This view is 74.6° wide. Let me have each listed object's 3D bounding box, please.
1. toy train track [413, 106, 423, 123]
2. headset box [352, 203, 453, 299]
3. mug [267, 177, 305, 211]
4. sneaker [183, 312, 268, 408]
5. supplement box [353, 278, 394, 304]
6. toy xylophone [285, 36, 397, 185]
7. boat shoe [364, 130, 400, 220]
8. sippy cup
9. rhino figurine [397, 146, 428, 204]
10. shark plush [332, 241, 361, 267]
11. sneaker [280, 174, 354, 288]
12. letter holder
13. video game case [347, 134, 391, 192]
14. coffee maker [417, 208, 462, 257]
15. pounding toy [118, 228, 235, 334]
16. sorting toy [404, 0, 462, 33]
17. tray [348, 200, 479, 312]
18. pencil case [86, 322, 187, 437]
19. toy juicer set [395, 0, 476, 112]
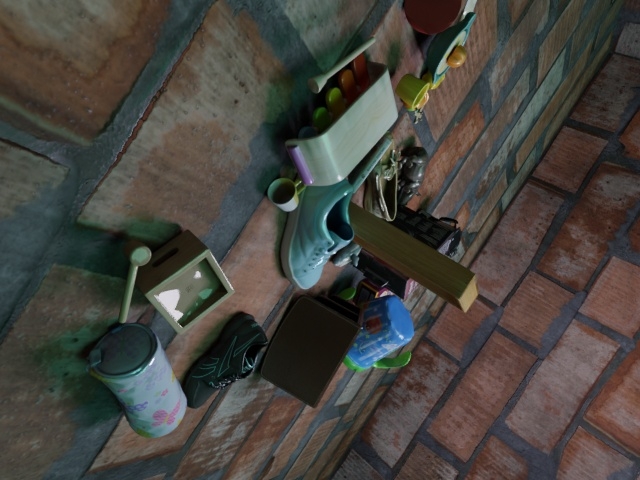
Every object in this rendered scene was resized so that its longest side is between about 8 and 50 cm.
[{"bbox_3d":[0.298,-0.382,1.229,0.048,0.014,0.083,-3,121,-56],"label":"toy train track"},{"bbox_3d":[0.258,0.038,1.378,0.293,0.218,0.110,-41,148,-28],"label":"headset box"},{"bbox_3d":[-0.068,-0.095,0.907,0.078,0.062,0.064,-10,159,9],"label":"mug"},{"bbox_3d":[-0.232,0.309,1.025,0.267,0.106,0.101,-54,152,-1],"label":"sneaker"},{"bbox_3d":[0.222,0.190,1.618,0.188,0.080,0.104,-22,136,-46],"label":"supplement box"},{"bbox_3d":[0.056,-0.269,0.867,0.322,0.081,0.236,-44,135,-30],"label":"toy xylophone"},{"bbox_3d":[0.184,-0.178,1.181,0.104,0.089,0.285,-40,147,-25],"label":"boat shoe"},{"bbox_3d":[0.184,0.299,1.430,0.224,0.240,0.305,-31,144,30],"label":"sippy cup"},{"bbox_3d":[0.292,-0.196,1.347,0.106,0.073,0.243,-39,148,-23],"label":"rhino figurine"},{"bbox_3d":[0.098,0.012,1.283,0.067,0.073,0.161,26,103,-31],"label":"shark plush"},{"bbox_3d":[0.000,0.000,1.016,0.135,0.150,0.366,-30,141,-36],"label":"sneaker"},{"bbox_3d":[-0.030,0.313,1.298,0.302,0.214,0.152,-63,177,13],"label":"letter holder"},{"bbox_3d":[0.114,-0.194,1.015,0.143,0.019,0.157,-54,-169,18],"label":"video game case"},{"bbox_3d":[0.445,-0.021,1.644,0.120,0.178,0.171,-36,143,-28],"label":"coffee maker"},{"bbox_3d":[-0.279,0.062,0.727,0.181,0.094,0.206,-39,138,-20],"label":"pounding toy"},{"bbox_3d":[0.303,-0.636,0.916,0.366,0.126,0.126,-67,173,22],"label":"sorting toy"},{"bbox_3d":[0.204,0.027,1.084,0.076,0.410,0.203,-54,151,-2],"label":"tray"},{"bbox_3d":[-0.345,0.281,0.816,0.124,0.113,0.273,-28,141,-25],"label":"pencil case"},{"bbox_3d":[0.323,-0.460,1.058,0.329,0.089,0.209,-54,168,9],"label":"toy juicer set"}]
